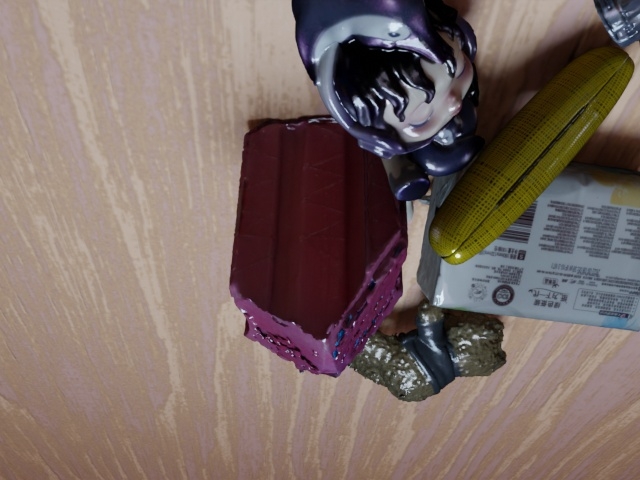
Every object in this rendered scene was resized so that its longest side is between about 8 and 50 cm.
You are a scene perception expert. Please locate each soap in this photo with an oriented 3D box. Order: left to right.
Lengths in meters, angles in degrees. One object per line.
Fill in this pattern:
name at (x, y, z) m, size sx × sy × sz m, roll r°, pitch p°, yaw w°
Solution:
soap at (0.000, 0.000, 0.728) m, size 0.162 × 0.250 × 0.099 m, roll 2°, pitch 145°, yaw 2°

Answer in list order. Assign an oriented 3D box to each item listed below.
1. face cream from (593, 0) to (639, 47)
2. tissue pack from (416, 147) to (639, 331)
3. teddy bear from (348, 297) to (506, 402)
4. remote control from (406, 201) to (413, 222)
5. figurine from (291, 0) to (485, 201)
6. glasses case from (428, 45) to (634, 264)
face cream at (0.334, -0.228, 0.527) m, size 0.291 × 0.071 × 0.144 m, roll -29°, pitch 125°, yaw 36°
tissue pack at (0.223, -0.010, 0.815) m, size 0.229 × 0.145 × 0.159 m, roll 7°, pitch 103°, yaw -9°
teddy bear at (0.135, 0.163, 1.082) m, size 0.251 × 0.129 × 0.182 m, roll -5°, pitch 148°, yaw 10°
remote control at (0.043, -0.040, 0.863) m, size 0.122 × 0.032 × 0.074 m, roll -5°, pitch 146°, yaw 8°
figurine at (0.059, -0.147, 0.633) m, size 0.145 × 0.145 × 0.222 m, roll -11°, pitch 149°, yaw 17°
glasses case at (0.182, -0.074, 0.679) m, size 0.064 × 0.079 × 0.234 m, roll 41°, pitch 94°, yaw -3°
